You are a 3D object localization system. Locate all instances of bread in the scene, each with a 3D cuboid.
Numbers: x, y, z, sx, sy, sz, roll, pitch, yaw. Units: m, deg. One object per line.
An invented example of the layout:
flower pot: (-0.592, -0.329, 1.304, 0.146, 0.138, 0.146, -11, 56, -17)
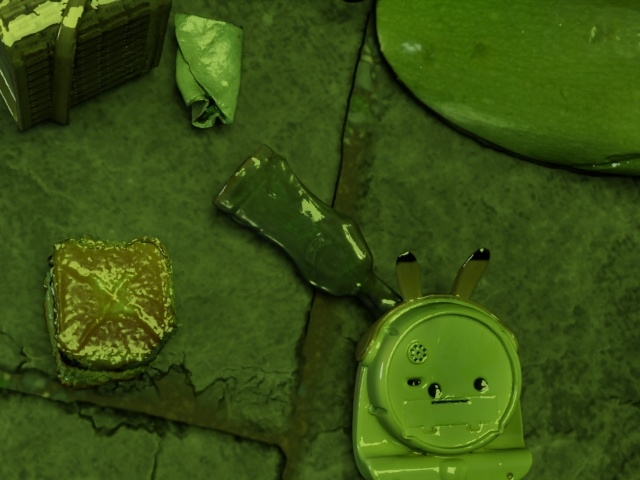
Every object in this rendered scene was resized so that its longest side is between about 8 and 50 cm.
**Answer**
bread: (-0.195, 0.066, 1.468, 0.127, 0.069, 0.140, -6, 74, -14)

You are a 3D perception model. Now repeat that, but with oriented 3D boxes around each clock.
clock: (0.116, 0.124, 1.497, 0.170, 0.069, 0.232, -2, 91, -13)

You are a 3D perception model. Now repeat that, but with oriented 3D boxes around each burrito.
burrito: (-0.115, -0.168, 1.555, 0.074, 0.044, 0.118, 8, 73, -13)

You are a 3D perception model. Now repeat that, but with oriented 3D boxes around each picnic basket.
picnic basket: (-0.268, -0.286, 1.458, 0.175, 0.228, 0.313, -26, 82, -14)

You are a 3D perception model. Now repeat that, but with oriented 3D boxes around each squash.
squash: (0.220, -0.201, 1.628, 0.308, 0.210, 0.234, 6, 75, 19)

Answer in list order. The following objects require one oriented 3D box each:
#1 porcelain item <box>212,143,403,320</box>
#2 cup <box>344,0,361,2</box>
porcelain item: (0.000, 0.000, 1.525, 0.215, 0.069, 0.081, 40, 96, -4)
cup: (0.024, -0.358, 1.580, 0.176, 0.169, 0.223, -29, 101, -24)
